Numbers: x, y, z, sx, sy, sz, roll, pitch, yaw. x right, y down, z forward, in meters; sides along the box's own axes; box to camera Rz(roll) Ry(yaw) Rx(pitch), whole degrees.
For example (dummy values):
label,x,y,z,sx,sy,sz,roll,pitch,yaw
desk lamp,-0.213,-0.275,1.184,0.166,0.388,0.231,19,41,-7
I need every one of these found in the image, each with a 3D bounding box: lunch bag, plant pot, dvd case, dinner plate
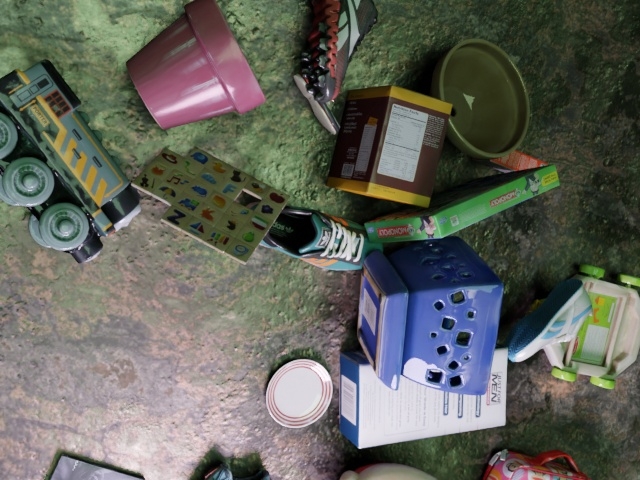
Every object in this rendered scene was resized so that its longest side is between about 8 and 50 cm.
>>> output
label,x,y,z,sx,sy,sz,roll,pitch,yaw
lunch bag,0.497,0.599,1.704,0.293,0.120,0.258,21,89,-23
plant pot,0.294,-0.270,1.488,0.237,0.109,0.238,5,81,-32
plant pot,-0.215,-0.283,1.257,0.180,0.201,0.201,-28,108,-1
dvd case,-0.440,0.514,1.362,0.164,0.018,0.221,26,88,-24
dinner plate,-0.043,0.304,1.496,0.141,0.017,0.141,-3,98,-22
plant pot,0.191,0.140,1.411,0.212,0.236,0.236,-2,112,-11

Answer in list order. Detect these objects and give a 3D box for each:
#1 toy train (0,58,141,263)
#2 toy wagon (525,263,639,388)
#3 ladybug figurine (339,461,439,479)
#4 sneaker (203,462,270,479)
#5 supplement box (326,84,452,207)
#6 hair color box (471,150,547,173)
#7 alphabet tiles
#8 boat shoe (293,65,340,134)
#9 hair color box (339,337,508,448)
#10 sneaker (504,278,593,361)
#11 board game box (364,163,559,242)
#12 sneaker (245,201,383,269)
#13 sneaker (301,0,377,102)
label,x,y,z,sx,sy,sz,roll,pitch,yaw
toy train,-0.436,-0.128,1.215,0.190,0.142,0.334,-42,111,-22
toy wagon,0.601,0.189,1.718,0.344,0.068,0.267,13,92,-22
ladybug figurine,0.160,0.627,1.546,0.305,0.162,0.449,-35,109,-14
sneaker,-0.114,0.516,1.451,0.261,0.104,0.125,31,83,-23
supplement box,0.124,-0.176,1.401,0.129,0.191,0.194,12,93,-23
hair color box,0.399,-0.167,1.581,0.141,0.072,0.043,18,91,-24
alphabet tiles,-0.192,-0.074,1.285,0.237,0.009,0.198,27,43,2
boat shoe,0.002,-0.266,1.419,0.043,0.049,0.137,-37,105,-16
hair color box,0.215,0.309,1.554,0.347,0.105,0.174,-2,98,-22
sneaker,0.490,0.186,1.591,0.228,0.087,0.092,-39,111,-10
board game box,0.270,-0.069,1.432,0.317,0.213,0.046,-22,99,-30
sneaker,0.000,0.000,1.413,0.302,0.121,0.108,12,91,-25
sneaker,0.041,-0.381,1.373,0.135,0.097,0.276,9,80,-27
